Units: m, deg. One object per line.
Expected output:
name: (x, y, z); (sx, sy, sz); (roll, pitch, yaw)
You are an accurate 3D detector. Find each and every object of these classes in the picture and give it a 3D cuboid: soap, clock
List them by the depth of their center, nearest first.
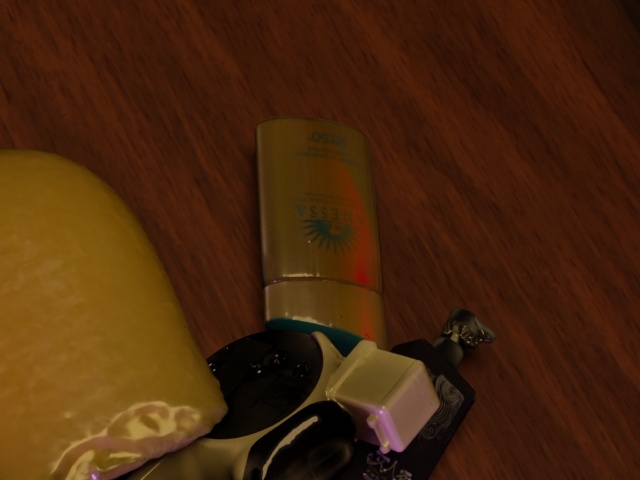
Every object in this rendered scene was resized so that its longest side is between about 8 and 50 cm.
clock: (-0.078, 0.237, 1.768); (0.276, 0.120, 0.379); (10, 50, 39)
soap: (-0.296, 0.084, 1.852); (0.306, 0.115, 0.427); (-25, 60, -11)

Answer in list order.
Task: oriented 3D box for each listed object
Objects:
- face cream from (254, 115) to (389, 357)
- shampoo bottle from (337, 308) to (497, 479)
face cream: (0.000, 0.000, 2.011); (0.139, 0.067, 0.285); (8, 58, -19)
shampoo bottle: (0.083, 0.192, 1.906); (0.098, 0.071, 0.309); (43, 56, -14)
